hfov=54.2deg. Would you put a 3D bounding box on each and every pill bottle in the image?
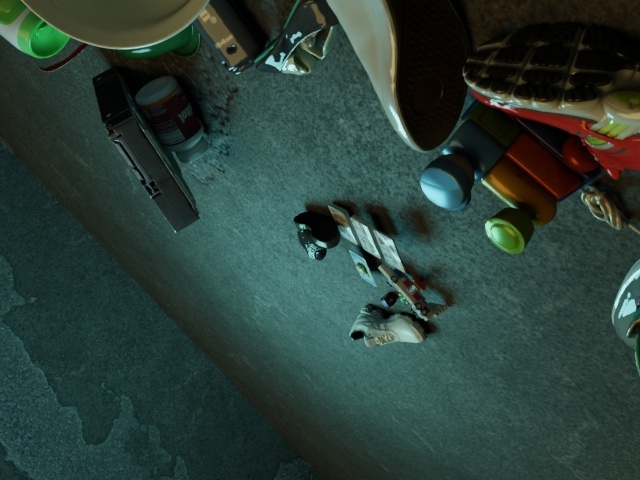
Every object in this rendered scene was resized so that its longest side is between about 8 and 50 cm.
[{"bbox_3d":[-0.276,-0.226,1.187,0.086,0.086,0.152,18,146,43],"label":"pill bottle"}]

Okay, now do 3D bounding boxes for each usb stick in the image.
[{"bbox_3d":[-0.178,-0.358,0.858,0.077,0.045,0.278,-28,113,23],"label":"usb stick"}]

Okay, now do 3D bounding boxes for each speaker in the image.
[{"bbox_3d":[-0.642,-0.496,1.249,0.296,0.131,0.131,39,155,7],"label":"speaker"}]

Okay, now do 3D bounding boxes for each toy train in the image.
[{"bbox_3d":[0.232,-0.039,0.661,0.248,0.143,0.105,41,156,4],"label":"toy train"}]

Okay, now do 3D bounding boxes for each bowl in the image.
[{"bbox_3d":[-0.237,-0.392,0.741,0.297,0.134,0.298,4,122,7],"label":"bowl"}]

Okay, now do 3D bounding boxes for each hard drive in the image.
[{"bbox_3d":[-0.345,-0.188,1.225,0.237,0.064,0.339,62,175,-35],"label":"hard drive"}]

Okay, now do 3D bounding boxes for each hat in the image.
[{"bbox_3d":[-0.317,-0.314,0.989,0.173,0.183,0.208,44,155,-4],"label":"hat"}]

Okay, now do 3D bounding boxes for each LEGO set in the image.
[{"bbox_3d":[0.121,0.044,1.107,0.182,0.060,0.244,32,155,50],"label":"LEGO set"}]

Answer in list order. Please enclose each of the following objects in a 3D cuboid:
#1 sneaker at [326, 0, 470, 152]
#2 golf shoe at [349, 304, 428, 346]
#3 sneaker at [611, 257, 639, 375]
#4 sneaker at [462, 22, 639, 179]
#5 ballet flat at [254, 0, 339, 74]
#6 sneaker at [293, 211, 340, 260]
[{"bbox_3d":[0.076,-0.233,0.666,0.123,0.105,0.290,40,158,50],"label":"sneaker"},{"bbox_3d":[0.132,0.188,1.245,0.176,0.086,0.069,4,134,51],"label":"golf shoe"},{"bbox_3d":[0.365,0.093,0.631,0.123,0.178,0.296,36,155,14],"label":"sneaker"},{"bbox_3d":[0.254,-0.110,0.569,0.279,0.107,0.118,27,156,32],"label":"sneaker"},{"bbox_3d":[-0.026,-0.252,0.798,0.074,0.074,0.203,47,153,-9],"label":"ballet flat"},{"bbox_3d":[-0.002,0.001,1.167,0.170,0.051,0.089,35,151,55],"label":"sneaker"}]
